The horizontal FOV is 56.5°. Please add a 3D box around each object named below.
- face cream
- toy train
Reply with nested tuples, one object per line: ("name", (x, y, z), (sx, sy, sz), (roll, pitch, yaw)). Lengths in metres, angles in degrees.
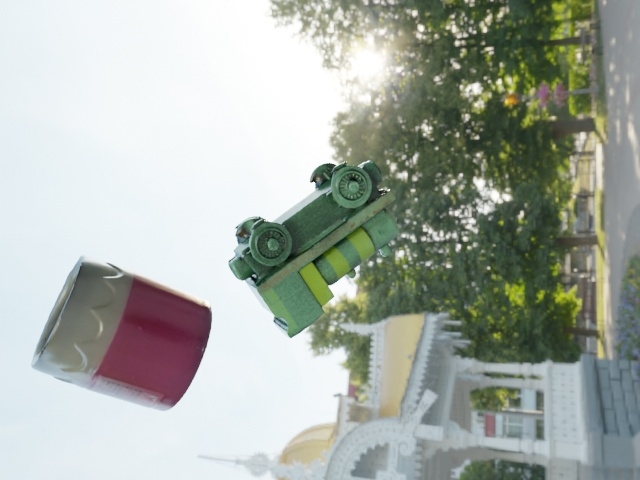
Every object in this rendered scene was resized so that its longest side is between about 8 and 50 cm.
("face cream", (-0.276, 0.131, 0.840), (0.195, 0.175, 0.175), (24, -121, -23))
("toy train", (0.000, 0.000, 0.659), (0.132, 0.200, 0.083), (58, 168, -15))
